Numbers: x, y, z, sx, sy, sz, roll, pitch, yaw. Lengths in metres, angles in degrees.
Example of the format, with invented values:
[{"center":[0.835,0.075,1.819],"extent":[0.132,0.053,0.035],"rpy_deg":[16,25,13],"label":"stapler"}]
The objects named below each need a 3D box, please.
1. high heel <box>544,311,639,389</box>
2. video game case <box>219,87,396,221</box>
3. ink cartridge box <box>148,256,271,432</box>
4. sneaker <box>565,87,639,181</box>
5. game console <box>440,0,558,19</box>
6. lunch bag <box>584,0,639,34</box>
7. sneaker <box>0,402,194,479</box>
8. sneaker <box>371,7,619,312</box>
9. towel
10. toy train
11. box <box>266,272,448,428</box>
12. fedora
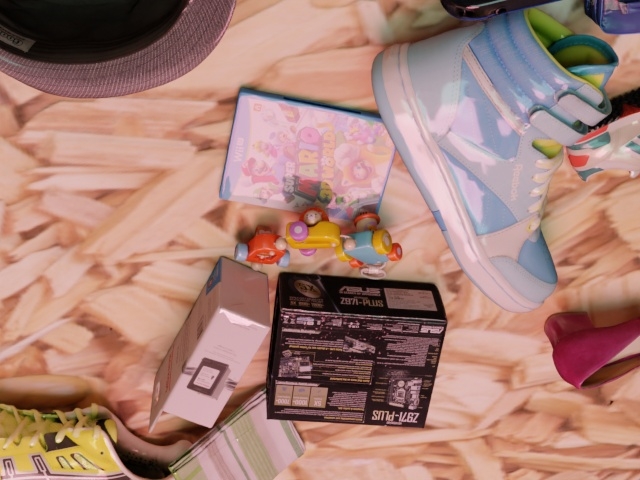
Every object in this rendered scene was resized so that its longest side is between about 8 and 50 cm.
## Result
[{"center":[0.374,0.116,1.056],"extent":[0.244,0.117,0.082],"rpy_deg":[0,119,-4],"label":"high heel"},{"center":[-0.011,-0.082,0.978],"extent":[0.166,0.015,0.119],"rpy_deg":[10,118,-9],"label":"video game case"},{"center":[-0.119,0.121,1.032],"extent":[0.060,0.104,0.180],"rpy_deg":[23,115,-17],"label":"ink cartridge box"},{"center":[0.325,-0.107,0.968],"extent":[0.161,0.057,0.075],"rpy_deg":[-18,122,10],"label":"sneaker"},{"center":[0.210,-0.345,0.767],"extent":[0.293,0.250,0.173],"rpy_deg":[-13,146,4],"label":"game console"},{"center":[0.291,-0.229,0.890],"extent":[0.098,0.065,0.067],"rpy_deg":[-6,119,-1],"label":"lunch bag"},{"center":[-0.309,0.235,1.077],"extent":[0.384,0.145,0.147],"rpy_deg":[24,106,-26],"label":"sneaker"},{"center":[0.206,-0.075,0.914],"extent":[0.208,0.127,0.319],"rpy_deg":[-22,120,24],"label":"sneaker"},{"center":[-0.090,0.252,1.106],"extent":[0.152,0.023,0.113],"rpy_deg":[-38,121,-24],"label":"towel"},{"center":[0.000,0.000,1.002],"extent":[0.166,0.046,0.125],"rpy_deg":[7,160,-15],"label":"toy train"},{"center":[0.035,0.122,1.058],"extent":[0.180,0.078,0.147],"rpy_deg":[4,118,-6],"label":"box"},{"center":[-0.194,-0.251,0.809],"extent":[0.275,0.124,0.244],"rpy_deg":[-10,117,11],"label":"fedora"}]
